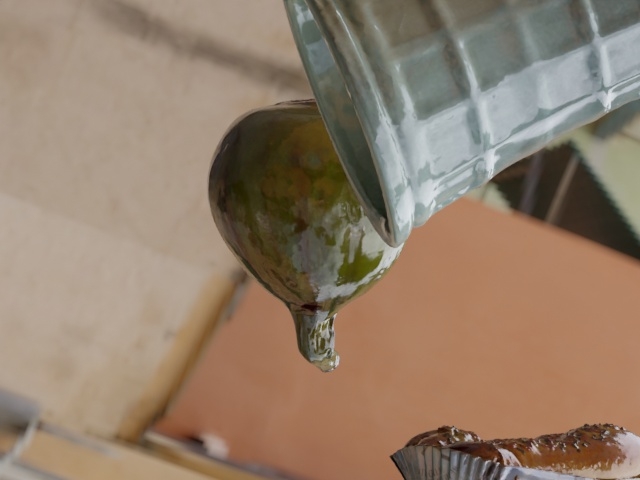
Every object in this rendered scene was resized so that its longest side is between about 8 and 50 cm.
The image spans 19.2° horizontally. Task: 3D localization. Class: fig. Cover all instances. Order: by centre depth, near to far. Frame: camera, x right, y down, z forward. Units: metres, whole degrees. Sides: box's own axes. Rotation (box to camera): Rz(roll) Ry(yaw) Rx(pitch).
[{"bbox_3d":[-0.013,-0.007,1.304,0.148,0.142,0.186,176,-77,-66],"label":"fig"}]

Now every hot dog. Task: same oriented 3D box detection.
[{"bbox_3d":[0.143,0.153,1.296,0.108,0.191,0.059,-3,-96,54],"label":"hot dog"}]

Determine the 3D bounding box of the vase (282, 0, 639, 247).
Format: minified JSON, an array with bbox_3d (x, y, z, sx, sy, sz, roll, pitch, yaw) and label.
[{"bbox_3d":[0.143,-0.117,0.869,0.143,0.299,0.143,158,-90,-84],"label":"vase"}]
